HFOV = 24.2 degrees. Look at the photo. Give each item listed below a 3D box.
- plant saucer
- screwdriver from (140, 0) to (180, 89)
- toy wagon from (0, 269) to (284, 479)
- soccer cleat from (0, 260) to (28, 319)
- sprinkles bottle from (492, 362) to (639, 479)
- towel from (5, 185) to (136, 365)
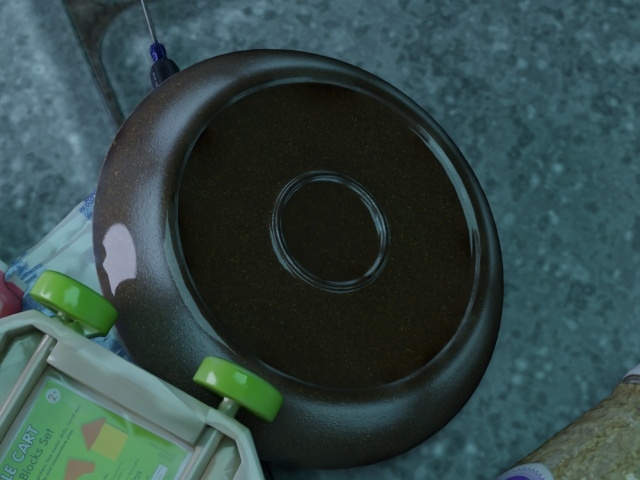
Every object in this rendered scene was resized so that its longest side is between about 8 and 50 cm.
[{"bbox_3d":[0.000,0.000,1.024,0.310,0.050,0.310,8,68,-22],"label":"plant saucer"},{"bbox_3d":[-0.131,-0.162,1.159,0.024,0.025,0.170,-15,61,-8],"label":"screwdriver"},{"bbox_3d":[-0.194,0.152,0.902,0.344,0.068,0.267,27,76,9],"label":"toy wagon"},{"bbox_3d":[-0.313,0.010,1.027,0.248,0.083,0.095,29,74,22],"label":"soccer cleat"},{"bbox_3d":[0.138,0.207,0.965,0.355,0.121,0.121,-34,74,-14],"label":"sprinkles bottle"},{"bbox_3d":[-0.182,0.119,1.033,0.209,0.034,0.285,44,75,11],"label":"towel"}]
